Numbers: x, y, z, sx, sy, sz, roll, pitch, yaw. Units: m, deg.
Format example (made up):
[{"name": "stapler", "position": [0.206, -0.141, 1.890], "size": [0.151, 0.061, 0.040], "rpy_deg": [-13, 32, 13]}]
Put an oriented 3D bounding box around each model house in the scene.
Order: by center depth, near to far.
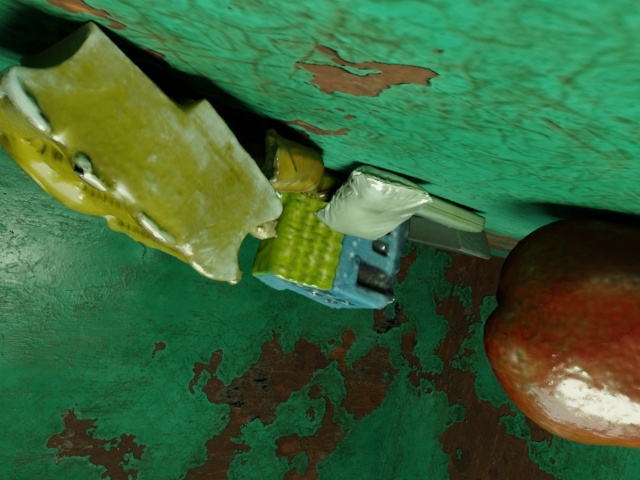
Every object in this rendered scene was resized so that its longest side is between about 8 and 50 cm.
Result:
[{"name": "model house", "position": [0.000, 0.000, 0.979], "size": [0.303, 0.237, 0.215], "rpy_deg": [23, 163, -30]}]

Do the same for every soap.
[{"name": "soap", "position": [-0.214, -0.086, 0.486], "size": [0.281, 0.143, 0.259], "rpy_deg": [19, 159, 47]}]

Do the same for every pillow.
[{"name": "pillow", "position": [0.076, -0.052, 0.742], "size": [0.128, 0.051, 0.229], "rpy_deg": [22, 160, -10]}]

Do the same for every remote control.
[{"name": "remote control", "position": [0.191, -0.061, 0.831], "size": [0.233, 0.038, 0.098], "rpy_deg": [15, 180, -28]}]

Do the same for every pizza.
[{"name": "pizza", "position": [-0.086, -0.110, 0.662], "size": [0.182, 0.073, 0.365], "rpy_deg": [12, -175, -2]}]

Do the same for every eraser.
[{"name": "eraser", "position": [0.334, -0.020, 1.314], "size": [0.111, 0.077, 0.352], "rpy_deg": [17, -179, -25]}]

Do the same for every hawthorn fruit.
[{"name": "hawthorn fruit", "position": [0.355, 0.104, 0.570], "size": [0.295, 0.295, 0.311], "rpy_deg": [13, 148, -35]}]

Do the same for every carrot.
[{"name": "carrot", "position": [0.058, -0.082, 0.848], "size": [0.229, 0.069, 0.069], "rpy_deg": [16, -179, -36]}]

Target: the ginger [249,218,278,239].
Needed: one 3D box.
[{"name": "ginger", "position": [-0.190, -0.115, 0.857], "size": [0.334, 0.081, 0.148], "rpy_deg": [37, -154, 10]}]
